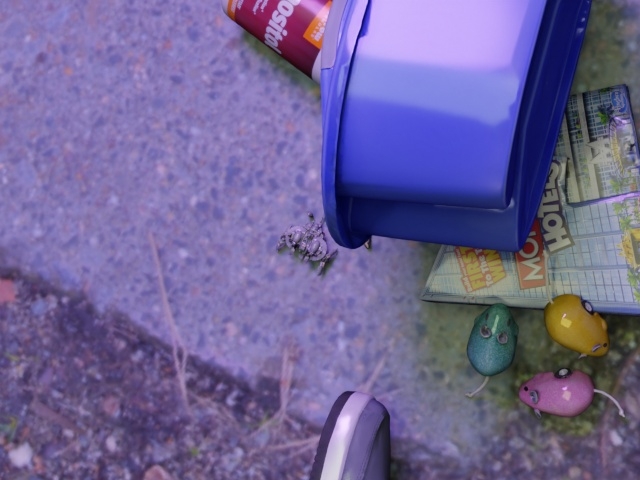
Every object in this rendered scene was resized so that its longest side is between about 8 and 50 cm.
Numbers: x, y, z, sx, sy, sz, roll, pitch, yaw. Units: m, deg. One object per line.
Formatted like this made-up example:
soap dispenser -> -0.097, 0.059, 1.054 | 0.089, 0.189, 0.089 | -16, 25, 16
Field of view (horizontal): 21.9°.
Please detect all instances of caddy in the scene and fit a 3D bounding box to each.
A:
caddy -> 0.091, -0.151, 1.230 | 0.179, 0.241, 0.341 | 13, 76, 14

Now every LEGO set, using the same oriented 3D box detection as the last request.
LEGO set -> 0.000, -0.003, 1.392 | 0.083, 0.023, 0.054 | -29, 79, 10

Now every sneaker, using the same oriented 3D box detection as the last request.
sneaker -> 0.080, 0.272, 1.298 | 0.178, 0.124, 0.296 | 4, 94, 19

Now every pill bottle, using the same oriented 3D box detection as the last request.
pill bottle -> -0.001, -0.182, 1.375 | 0.152, 0.086, 0.086 | 37, 94, 13

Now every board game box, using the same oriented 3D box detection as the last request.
board game box -> 0.168, -0.017, 1.336 | 0.194, 0.060, 0.194 | -11, 83, 12

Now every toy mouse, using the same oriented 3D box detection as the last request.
toy mouse -> 0.167, 0.102, 1.315 | 0.143, 0.031, 0.161 | -31, 111, 31
